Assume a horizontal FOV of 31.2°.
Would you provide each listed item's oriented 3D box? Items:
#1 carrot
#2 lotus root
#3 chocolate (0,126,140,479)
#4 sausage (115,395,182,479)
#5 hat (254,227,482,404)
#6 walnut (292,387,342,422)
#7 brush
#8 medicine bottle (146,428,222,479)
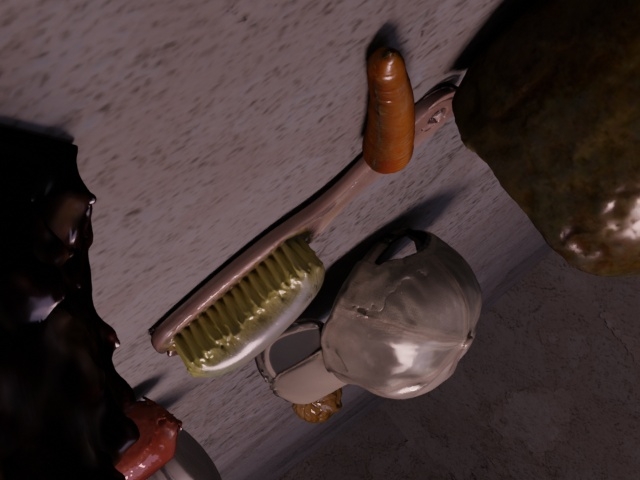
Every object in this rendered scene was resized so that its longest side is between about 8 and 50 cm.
[{"bbox_3d":[0.044,-0.087,0.744,0.037,0.037,0.190,-37,165,-8],"label":"carrot"},{"bbox_3d":[0.278,-0.143,0.763,0.250,0.250,0.346,-23,159,-52],"label":"lotus root"},{"bbox_3d":[-0.152,0.093,0.486,0.224,0.177,0.206,-39,169,11],"label":"chocolate"},{"bbox_3d":[-0.189,0.197,1.033,0.141,0.076,0.076,-34,168,-10],"label":"sausage"},{"bbox_3d":[0.059,0.108,1.249,0.232,0.161,0.275,-19,162,-47],"label":"hat"},{"bbox_3d":[-0.006,0.237,1.740,0.079,0.082,0.096,-68,162,5],"label":"walnut"},{"bbox_3d":[0.001,0.001,0.882,0.313,0.067,0.072,-42,167,9],"label":"brush"},{"bbox_3d":[-0.208,0.286,1.158,0.215,0.135,0.135,-40,168,6],"label":"medicine bottle"}]
